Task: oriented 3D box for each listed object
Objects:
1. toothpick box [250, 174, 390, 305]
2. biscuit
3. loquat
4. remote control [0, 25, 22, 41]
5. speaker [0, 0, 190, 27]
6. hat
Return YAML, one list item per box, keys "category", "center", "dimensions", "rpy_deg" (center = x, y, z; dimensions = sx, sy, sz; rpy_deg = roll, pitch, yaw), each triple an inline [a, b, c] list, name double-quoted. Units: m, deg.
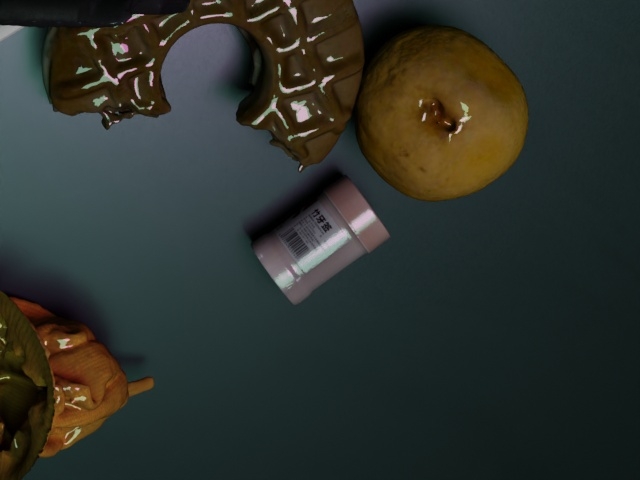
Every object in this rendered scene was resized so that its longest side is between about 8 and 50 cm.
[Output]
- category: "toothpick box"
  center: [0.000, 0.000, 1.549]
  dimensions: [0.149, 0.098, 0.098]
  rpy_deg: [-36, 123, 1]
- category: "biscuit"
  center: [-0.117, -0.229, 1.377]
  dimensions: [0.366, 0.115, 0.268]
  rpy_deg: [9, 112, -25]
- category: "loquat"
  center: [0.140, -0.148, 1.464]
  dimensions: [0.208, 0.208, 0.208]
  rpy_deg: [-9, 119, -16]
- category: "remote control"
  center: [-0.301, -0.275, 1.269]
  dimensions: [0.277, 0.103, 0.055]
  rpy_deg: [-30, 134, 4]
- category: "speaker"
  center: [-0.209, -0.367, 1.121]
  dimensions: [0.180, 0.184, 0.388]
  rpy_deg: [1, 88, 5]
- category: "hat"
  center: [-0.288, 0.170, 1.486]
  dimensions: [0.233, 0.233, 0.244]
  rpy_deg: [4, 158, -44]
